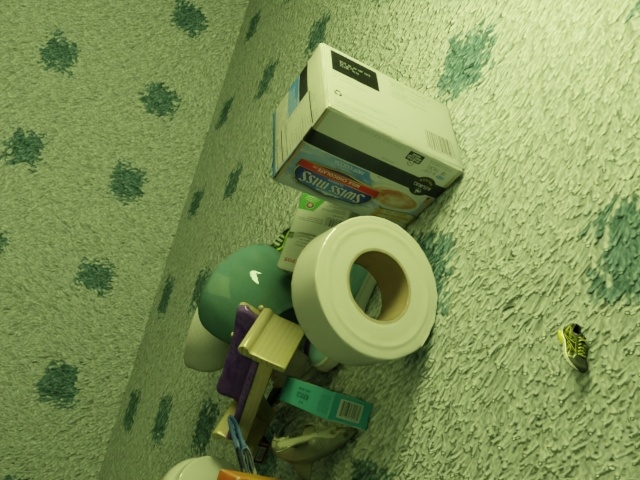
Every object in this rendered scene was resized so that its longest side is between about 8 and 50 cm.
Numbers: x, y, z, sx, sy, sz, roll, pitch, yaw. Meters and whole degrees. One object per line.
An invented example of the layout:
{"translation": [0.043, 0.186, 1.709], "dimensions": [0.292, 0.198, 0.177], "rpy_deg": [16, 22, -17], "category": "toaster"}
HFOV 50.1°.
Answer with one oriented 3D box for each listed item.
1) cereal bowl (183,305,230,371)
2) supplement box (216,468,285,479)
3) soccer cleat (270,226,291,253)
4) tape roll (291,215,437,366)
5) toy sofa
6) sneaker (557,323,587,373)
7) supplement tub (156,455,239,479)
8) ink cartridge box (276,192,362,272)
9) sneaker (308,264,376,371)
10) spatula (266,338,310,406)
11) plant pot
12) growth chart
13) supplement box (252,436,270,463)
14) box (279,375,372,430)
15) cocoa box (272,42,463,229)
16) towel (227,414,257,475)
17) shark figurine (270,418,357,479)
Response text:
{"translation": [-0.273, 0.244, 2.056], "dimensions": [0.339, 0.141, 0.338], "rpy_deg": [20, -90, -83], "category": "cereal bowl"}
{"translation": [-0.107, 0.538, 1.434], "dimensions": [0.078, 0.234, 0.080], "rpy_deg": [-3, 69, 52], "category": "supplement box"}
{"translation": [-0.112, 0.009, 2.100], "dimensions": [0.179, 0.060, 0.072], "rpy_deg": [-39, 28, 37], "category": "soccer cleat"}
{"translation": [0.089, 0.100, 1.335], "dimensions": [0.100, 0.286, 0.286], "rpy_deg": [-29, 45, 54], "category": "tape roll"}
{"translation": [-0.177, 0.336, 1.664], "dimensions": [0.150, 0.177, 0.362], "rpy_deg": [-58, -9, -51], "category": "toy sofa"}
{"translation": [0.374, 0.155, 1.004], "dimensions": [0.035, 0.031, 0.083], "rpy_deg": [-51, 30, 33], "category": "sneaker"}
{"translation": [-0.350, 0.711, 1.808], "dimensions": [0.316, 0.228, 0.228], "rpy_deg": [-44, 34, 42], "category": "supplement tub"}
{"translation": [0.000, 0.000, 1.736], "dimensions": [0.153, 0.087, 0.208], "rpy_deg": [15, 77, 26], "category": "ink cartridge box"}
{"translation": [0.026, 0.123, 1.601], "dimensions": [0.365, 0.150, 0.135], "rpy_deg": [-68, 24, 2], "category": "sneaker"}
{"translation": [-0.077, 0.343, 1.782], "dimensions": [0.296, 0.030, 0.084], "rpy_deg": [-55, 27, 29], "category": "spatula"}
{"translation": [-0.150, 0.181, 1.816], "dimensions": [0.195, 0.290, 0.290], "rpy_deg": [36, 105, 38], "category": "plant pot"}
{"translation": [-0.116, 0.281, 1.709], "dimensions": [0.172, 0.237, 0.021], "rpy_deg": [-38, 11, 36], "category": "growth chart"}
{"translation": [-0.171, 0.540, 1.800], "dimensions": [0.083, 0.043, 0.054], "rpy_deg": [27, 97, 66], "category": "supplement box"}
{"translation": [0.008, 0.356, 1.514], "dimensions": [0.244, 0.101, 0.060], "rpy_deg": [-4, 66, 63], "category": "box"}
{"translation": [0.094, -0.216, 1.496], "dimensions": [0.228, 0.347, 0.231], "rpy_deg": [-48, 32, 39], "category": "cocoa box"}
{"translation": [-0.156, 0.560, 1.564], "dimensions": [0.209, 0.034, 0.284], "rpy_deg": [-160, 55, -75], "category": "towel"}
{"translation": [-0.053, 0.476, 1.508], "dimensions": [0.278, 0.166, 0.116], "rpy_deg": [-23, 85, 53], "category": "shark figurine"}
